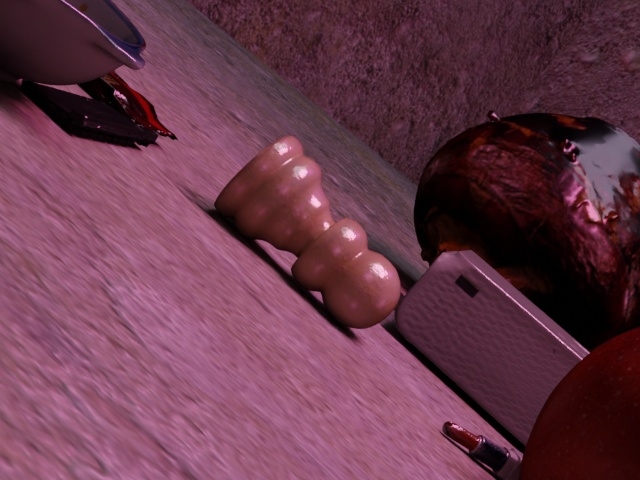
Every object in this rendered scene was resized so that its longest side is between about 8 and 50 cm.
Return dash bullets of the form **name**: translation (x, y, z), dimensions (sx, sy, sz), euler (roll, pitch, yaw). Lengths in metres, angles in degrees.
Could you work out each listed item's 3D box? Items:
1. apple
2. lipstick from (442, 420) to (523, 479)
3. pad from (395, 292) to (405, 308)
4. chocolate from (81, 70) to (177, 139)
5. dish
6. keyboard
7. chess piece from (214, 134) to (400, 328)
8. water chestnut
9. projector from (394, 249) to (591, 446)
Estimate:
- **apple**: translation (0.262, 0.175, 1.193), dimensions (0.218, 0.201, 0.218), euler (41, 9, -8)
- **lipstick**: translation (0.140, 0.173, 1.281), dimensions (0.107, 0.025, 0.025), euler (34, 8, -18)
- **pad**: translation (0.047, 0.028, 1.805), dimensions (0.211, 0.003, 0.143), euler (46, 8, 32)
- **chocolate**: translation (-0.201, -0.150, 1.418), dimensions (0.182, 0.028, 0.086), euler (44, 9, 11)
- **dish**: translation (-0.235, -0.176, 1.124), dimensions (0.228, 0.086, 0.236), euler (34, 10, -42)
- **keyboard**: translation (-0.178, -0.097, 1.256), dimensions (0.060, 0.018, 0.195), euler (35, 5, 9)
- **chess piece**: translation (0.000, 0.000, 1.351), dimensions (0.170, 0.094, 0.094), euler (46, 7, 4)
- **water chestnut**: translation (0.243, 0.016, 1.963), dimensions (0.335, 0.347, 0.335), euler (35, -33, 28)
- **projector**: translation (0.196, 0.122, 1.596), dimensions (0.250, 0.108, 0.198), euler (41, 6, 6)
